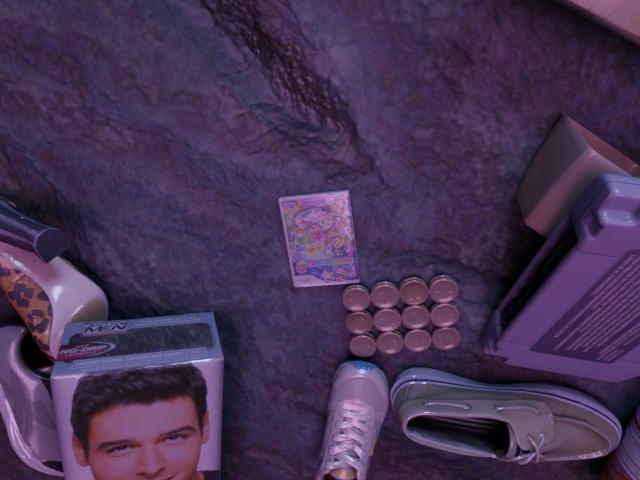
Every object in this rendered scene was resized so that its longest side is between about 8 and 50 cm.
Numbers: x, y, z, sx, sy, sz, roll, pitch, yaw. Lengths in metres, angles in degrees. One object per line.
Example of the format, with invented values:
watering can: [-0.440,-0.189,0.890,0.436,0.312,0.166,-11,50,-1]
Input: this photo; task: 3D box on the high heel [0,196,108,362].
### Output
high heel: [-0.392,0.063,0.607,0.186,0.093,0.261,19,126,22]

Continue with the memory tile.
memory tile: [0.105,0.100,0.580,0.148,0.012,0.113,-7,114,9]

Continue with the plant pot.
plant pot: [0.270,-0.048,0.463,0.109,0.109,0.096,31,124,-6]

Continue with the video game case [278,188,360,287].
video game case: [0.000,0.000,0.557,0.087,0.011,0.122,-5,111,8]

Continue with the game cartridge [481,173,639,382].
game cartridge: [0.313,0.060,0.457,0.198,0.062,0.297,6,142,0]

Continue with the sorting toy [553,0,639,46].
sorting toy: [0.302,-0.303,0.364,0.256,0.089,0.257,26,112,-3]

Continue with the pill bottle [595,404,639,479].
pill bottle: [0.445,0.277,0.554,0.121,0.121,0.216,13,112,2]

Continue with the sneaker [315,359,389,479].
sneaker: [0.044,0.272,0.614,0.088,0.092,0.228,9,111,5]

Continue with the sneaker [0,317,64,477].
sneaker: [-0.397,0.233,0.648,0.108,0.100,0.271,-22,107,8]

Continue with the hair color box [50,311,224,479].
hair color box: [-0.237,0.291,0.610,0.186,0.113,0.374,-2,113,-20]

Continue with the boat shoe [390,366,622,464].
boat shoe: [0.241,0.246,0.580,0.303,0.094,0.109,8,112,4]
